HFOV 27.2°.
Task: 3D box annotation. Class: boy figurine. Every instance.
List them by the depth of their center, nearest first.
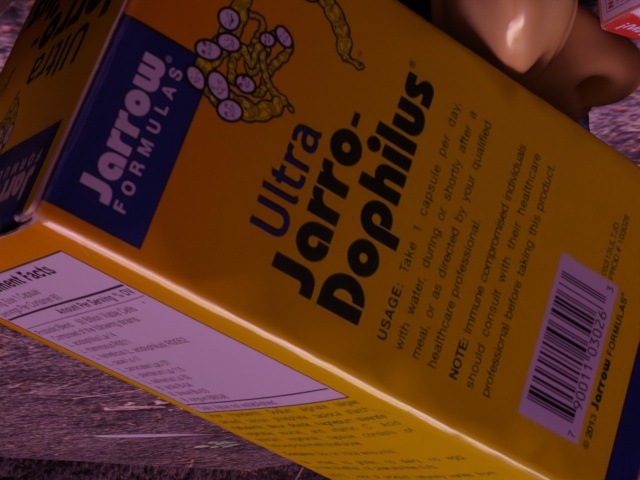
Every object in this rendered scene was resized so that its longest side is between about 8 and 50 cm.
[{"bbox_3d":[0.106,-0.103,0.802,0.177,0.092,0.285,-6,163,11],"label":"boy figurine"}]

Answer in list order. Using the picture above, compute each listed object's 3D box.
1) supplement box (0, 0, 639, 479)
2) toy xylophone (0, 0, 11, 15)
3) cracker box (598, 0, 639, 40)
[{"bbox_3d":[0.000,0.000,0.720,0.356,0.195,0.194,30,157,-25],"label":"supplement box"},{"bbox_3d":[-0.304,-0.140,0.601,0.236,0.081,0.322,-12,162,27],"label":"toy xylophone"},{"bbox_3d":[0.276,-0.162,0.675,0.155,0.067,0.232,8,161,-34],"label":"cracker box"}]
